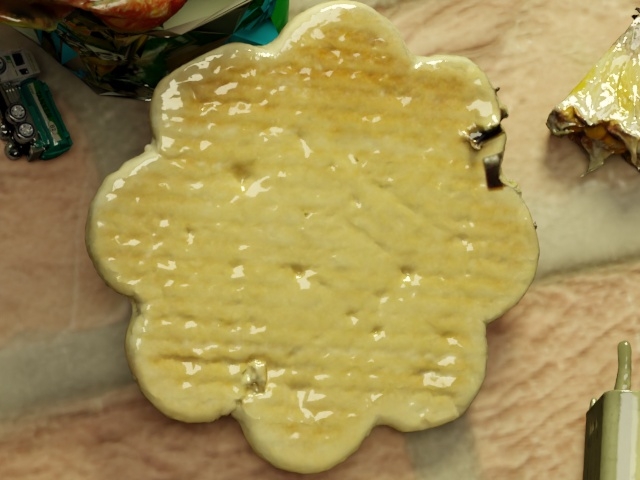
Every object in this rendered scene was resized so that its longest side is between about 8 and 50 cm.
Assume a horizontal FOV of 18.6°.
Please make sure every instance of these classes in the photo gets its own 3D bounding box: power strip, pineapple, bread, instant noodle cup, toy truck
[{"bbox_3d":[0.193,0.195,1.287,0.034,0.092,0.268,5,74,0],"label":"power strip"},{"bbox_3d":[0.227,-0.107,1.388,0.137,0.069,0.116,-3,75,-5],"label":"pineapple"},{"bbox_3d":[0.000,0.000,1.302,0.316,0.054,0.316,-2,97,-13],"label":"bread"},{"bbox_3d":[-0.116,-0.210,1.323,0.240,0.178,0.240,1,73,-4],"label":"instant noodle cup"},{"bbox_3d":[-0.207,-0.095,1.359,0.044,0.039,0.083,-19,78,-28],"label":"toy truck"}]

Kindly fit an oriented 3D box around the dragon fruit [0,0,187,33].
[{"bbox_3d":[-0.172,-0.260,1.179,0.268,0.130,0.295,-43,80,-11],"label":"dragon fruit"}]
